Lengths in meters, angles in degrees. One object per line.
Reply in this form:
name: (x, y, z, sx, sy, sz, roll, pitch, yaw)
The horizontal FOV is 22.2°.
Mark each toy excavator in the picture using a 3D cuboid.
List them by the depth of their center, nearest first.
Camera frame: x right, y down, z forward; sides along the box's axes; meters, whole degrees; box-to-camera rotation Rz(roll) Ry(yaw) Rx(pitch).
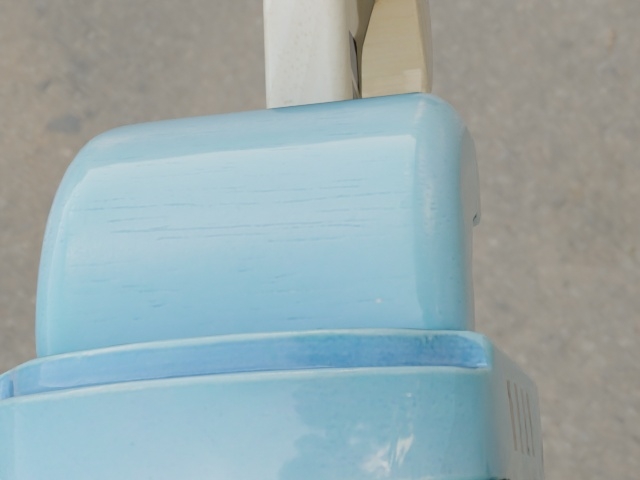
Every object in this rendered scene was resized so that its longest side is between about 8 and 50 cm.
toy excavator: (0.000, 0.000, 0.712, 0.222, 0.433, 0.445, -4, 81, 11)
